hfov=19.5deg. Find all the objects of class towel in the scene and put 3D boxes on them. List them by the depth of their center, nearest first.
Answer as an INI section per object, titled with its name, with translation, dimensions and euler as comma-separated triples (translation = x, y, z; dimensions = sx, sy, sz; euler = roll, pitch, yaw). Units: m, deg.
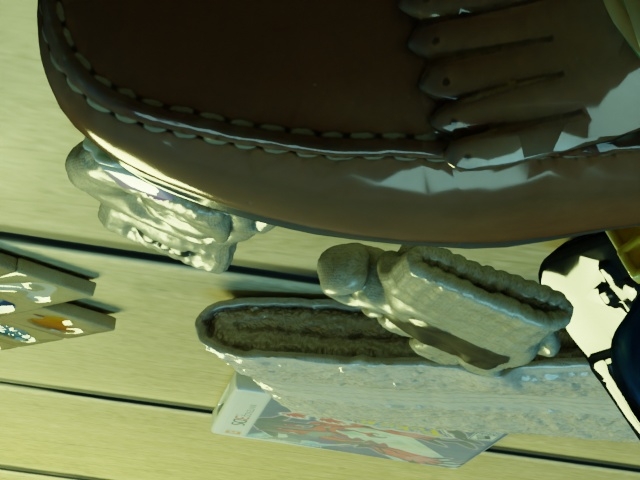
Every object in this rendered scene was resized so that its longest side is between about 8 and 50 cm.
[towel]
translation = 0.082, 0.084, 1.151
dimensions = 0.282, 0.049, 0.187
euler = 2, 162, 17

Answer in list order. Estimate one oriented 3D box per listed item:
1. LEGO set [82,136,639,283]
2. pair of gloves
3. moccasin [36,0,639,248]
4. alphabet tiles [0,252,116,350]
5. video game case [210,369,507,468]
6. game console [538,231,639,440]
[LEGO set]
translation = 0.067, -0.029, 0.635
dimensions = 0.287, 0.132, 0.107
euler = 24, 177, 25
[pair of gloves]
translation = 0.000, 0.000, 0.857
dimensions = 0.240, 0.042, 0.204
euler = 22, 169, 6
[moccasin]
translation = 0.112, -0.070, 0.466
dimensions = 0.380, 0.139, 0.147
euler = 3, 162, 11
[alphabet tiles]
translation = -0.309, 0.029, 1.193
dimensions = 0.285, 0.011, 0.342
euler = 21, 158, -38
[video game case]
translation = 0.026, 0.133, 1.383
dimensions = 0.201, 0.023, 0.183
euler = 9, 164, -6
[game console]
translation = 0.192, 0.140, 0.825
dimensions = 0.293, 0.173, 0.250
euler = 56, 153, -4
